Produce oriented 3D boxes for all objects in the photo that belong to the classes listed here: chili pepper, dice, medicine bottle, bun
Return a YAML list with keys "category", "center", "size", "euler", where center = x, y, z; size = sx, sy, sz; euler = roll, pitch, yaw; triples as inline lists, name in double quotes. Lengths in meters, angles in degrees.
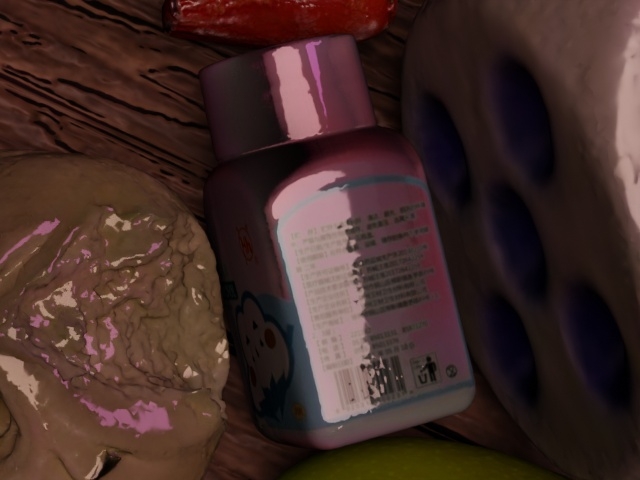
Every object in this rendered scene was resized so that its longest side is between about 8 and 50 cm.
- category: "chili pepper"
  center: [-0.018, -0.131, 0.848]
  size: [0.123, 0.073, 0.070]
  euler: [3, 129, -10]
- category: "dice"
  center: [0.205, -0.037, 0.805]
  size: [0.259, 0.243, 0.251]
  euler: [-18, 92, -15]
- category: "medicine bottle"
  center: [0.000, 0.000, 0.819]
  size: [0.094, 0.119, 0.188]
  euler: [-14, 91, -17]
- category: "bun"
  center: [-0.143, 0.065, 0.788]
  size: [0.210, 0.116, 0.237]
  euler: [43, 81, -8]

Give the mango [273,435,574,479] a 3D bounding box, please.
- category: "mango"
  center: [0.093, 0.200, 0.826]
  size: [0.293, 0.143, 0.175]
  euler: [31, 88, 1]
